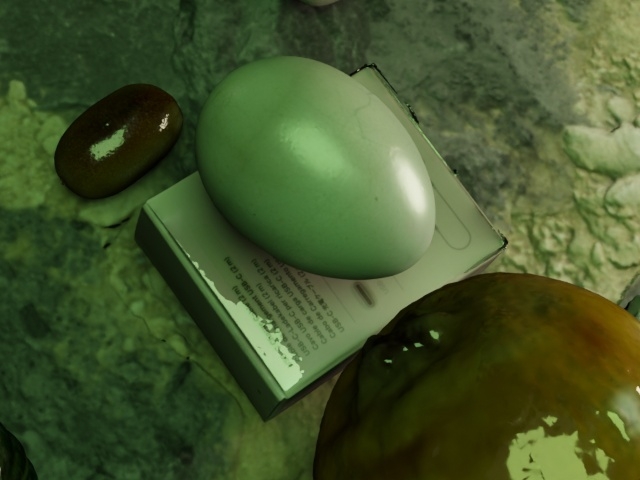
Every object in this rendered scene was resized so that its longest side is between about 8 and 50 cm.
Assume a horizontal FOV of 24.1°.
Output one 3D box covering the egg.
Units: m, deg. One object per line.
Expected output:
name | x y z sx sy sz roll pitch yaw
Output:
egg | -0.002 -0.053 1.175 0.209 0.151 0.151 39 68 -2

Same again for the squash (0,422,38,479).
squash | -0.301 0.223 1.109 0.173 0.218 0.218 -10 71 20

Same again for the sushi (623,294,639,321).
sushi | 0.348 0.135 1.310 0.225 0.126 0.136 26 69 -1

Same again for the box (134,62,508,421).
box | 0.000 0.000 1.291 0.252 0.106 0.203 -33 81 -21

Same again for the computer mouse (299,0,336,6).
computer mouse | 0.006 -0.256 1.415 0.096 0.039 0.066 -37 83 -28

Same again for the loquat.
loquat | 0.151 0.188 1.150 0.329 0.328 0.328 4 71 -11

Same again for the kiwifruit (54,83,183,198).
kiwifruit | -0.175 -0.087 1.302 0.124 0.075 0.075 -39 83 -17
